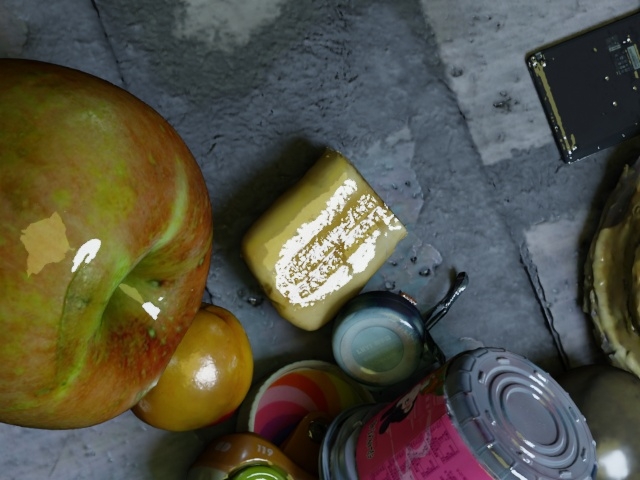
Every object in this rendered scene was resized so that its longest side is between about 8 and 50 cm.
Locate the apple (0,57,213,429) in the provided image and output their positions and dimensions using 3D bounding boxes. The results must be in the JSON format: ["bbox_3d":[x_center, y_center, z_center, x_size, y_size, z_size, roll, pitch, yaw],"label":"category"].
[{"bbox_3d":[-0.273,-0.001,1.595,0.340,0.339,0.339,-1,92,-14],"label":"apple"}]

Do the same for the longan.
[{"bbox_3d":[0.286,0.223,1.821,0.167,0.167,0.187,21,93,-14],"label":"longan"}]

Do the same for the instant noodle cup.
[{"bbox_3d":[0.152,0.221,1.680,0.258,0.302,0.181,29,125,-22],"label":"instant noodle cup"}]

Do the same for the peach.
[{"bbox_3d":[-0.131,0.125,1.729,0.138,0.138,0.138,-1,92,-14],"label":"peach"}]

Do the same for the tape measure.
[{"bbox_3d":[0.079,0.074,1.799,0.107,0.104,0.180,56,35,-19],"label":"tape measure"}]

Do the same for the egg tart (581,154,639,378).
[{"bbox_3d":[0.438,0.041,1.803,0.352,0.150,0.351,1,94,17],"label":"egg tart"}]

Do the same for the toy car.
[{"bbox_3d":[-0.011,0.234,1.777,0.235,0.145,0.235,5,76,-22],"label":"toy car"}]

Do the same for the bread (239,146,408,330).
[{"bbox_3d":[-0.001,-0.001,1.784,0.173,0.085,0.134,-43,109,-10],"label":"bread"}]

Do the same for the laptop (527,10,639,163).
[{"bbox_3d":[0.327,-0.174,1.895,0.180,0.016,0.129,-23,97,-11],"label":"laptop"}]
